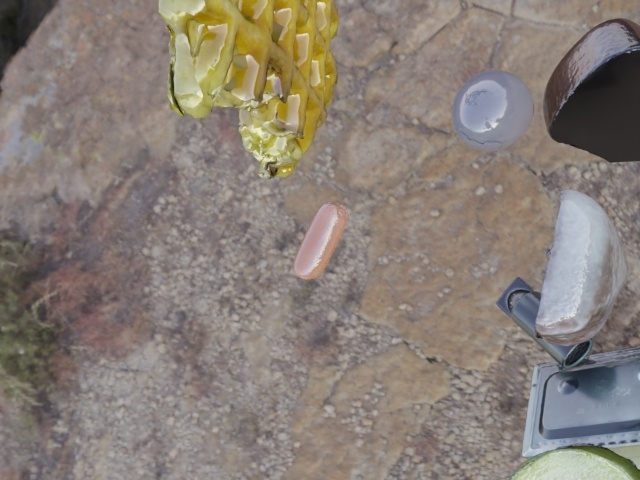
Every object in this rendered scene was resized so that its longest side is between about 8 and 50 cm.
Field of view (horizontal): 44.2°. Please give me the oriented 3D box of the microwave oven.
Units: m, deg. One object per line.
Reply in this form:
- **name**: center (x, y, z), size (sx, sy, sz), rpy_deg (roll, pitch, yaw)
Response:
- **microwave oven**: center (0.631, 0.358, 1.457), size (0.394, 0.333, 0.247), rpy_deg (-18, 33, 37)

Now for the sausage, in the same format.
- **sausage**: center (0.000, 0.000, 0.783), size (0.034, 0.034, 0.083), rpy_deg (39, 111, 37)

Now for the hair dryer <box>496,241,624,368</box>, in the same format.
- **hair dryer**: center (0.467, 0.084, 1.480), size (0.248, 0.078, 0.195), rpy_deg (-55, 51, 16)

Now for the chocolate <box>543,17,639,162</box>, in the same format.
- **chocolate**: center (0.282, -0.143, 0.772), size (0.125, 0.148, 0.080), rpy_deg (-21, 46, 25)

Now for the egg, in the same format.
- **egg**: center (0.318, -0.240, 1.465), size (0.146, 0.199, 0.146), rpy_deg (16, 125, 23)

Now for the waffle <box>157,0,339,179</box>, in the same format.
- **waffle**: center (-0.035, -0.161, 0.499), size (0.051, 0.291, 0.291), rpy_deg (1, 72, 14)

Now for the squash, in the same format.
- **squash**: center (0.374, 0.400, 1.122), size (0.220, 0.133, 0.220), rpy_deg (-5, 76, 20)

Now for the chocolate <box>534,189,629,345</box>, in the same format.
- **chocolate**: center (0.340, 0.048, 1.018), size (0.100, 0.303, 0.185), rpy_deg (13, 85, 24)
